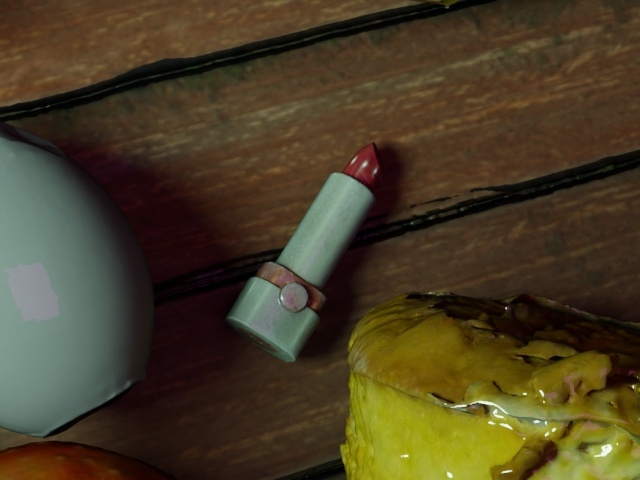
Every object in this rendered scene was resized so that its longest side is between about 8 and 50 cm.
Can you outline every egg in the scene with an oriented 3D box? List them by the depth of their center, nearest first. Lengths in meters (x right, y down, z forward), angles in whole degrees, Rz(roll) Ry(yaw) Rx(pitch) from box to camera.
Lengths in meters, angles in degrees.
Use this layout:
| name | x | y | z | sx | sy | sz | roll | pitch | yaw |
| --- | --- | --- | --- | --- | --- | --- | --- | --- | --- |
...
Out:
| name | x | y | z | sx | sy | sz | roll | pitch | yaw |
| --- | --- | --- | --- | --- | --- | --- | --- | --- | --- |
| egg | -0.216 | 0.023 | 1.244 | 0.176 | 0.176 | 0.232 | -23 | 84 | -15 |

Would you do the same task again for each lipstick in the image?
| name | x | y | z | sx | sy | sz | roll | pitch | yaw |
| --- | --- | --- | --- | --- | --- | --- | --- | --- | --- |
| lipstick | 0.000 | 0.000 | 1.366 | 0.063 | 0.057 | 0.186 | 34 | 76 | -11 |

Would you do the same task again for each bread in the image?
| name | x | y | z | sx | sy | sz | roll | pitch | yaw |
| --- | --- | --- | --- | --- | --- | --- | --- | --- | --- |
| bread | 0.180 | 0.152 | 1.252 | 0.337 | 0.358 | 0.204 | 6 | 94 | 0 |

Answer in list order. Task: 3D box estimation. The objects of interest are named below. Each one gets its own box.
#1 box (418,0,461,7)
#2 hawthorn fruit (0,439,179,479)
| name | x | y | z | sx | sy | sz | roll | pitch | yaw |
| --- | --- | --- | --- | --- | --- | --- | --- | --- | --- |
| box | -0.021 | -0.300 | 1.362 | 0.301 | 0.084 | 0.193 | 6 | 85 | -15 |
| hawthorn fruit | -0.173 | 0.262 | 1.198 | 0.299 | 0.275 | 0.275 | -42 | 98 | -31 |
